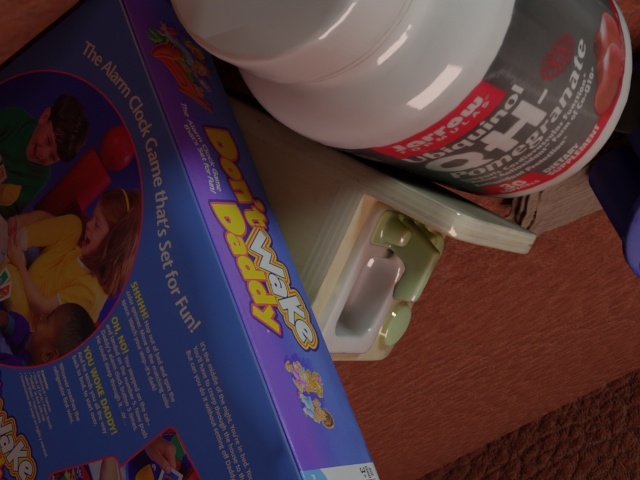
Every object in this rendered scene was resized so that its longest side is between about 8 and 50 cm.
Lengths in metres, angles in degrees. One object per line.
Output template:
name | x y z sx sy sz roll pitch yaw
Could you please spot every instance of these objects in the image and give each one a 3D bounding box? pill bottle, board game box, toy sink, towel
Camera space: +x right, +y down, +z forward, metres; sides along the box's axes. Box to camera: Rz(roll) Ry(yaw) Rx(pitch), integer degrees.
pill bottle | 0.056 -0.131 0.708 0.176 0.176 0.318 -31 159 25
board game box | -0.129 0.051 0.733 0.233 0.347 0.078 -31 159 25
toy sink | 0.000 0.000 0.804 0.152 0.234 0.131 8 108 -63
towel | 0.339 -0.093 1.310 0.282 0.049 0.187 -22 162 -4

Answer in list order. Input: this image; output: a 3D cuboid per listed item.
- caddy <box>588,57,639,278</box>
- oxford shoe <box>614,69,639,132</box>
caddy | 0.429 -0.077 1.153 0.341 0.179 0.241 -15 141 -13
oxford shoe | 0.195 -0.137 1.016 0.076 0.076 0.212 14 176 42
